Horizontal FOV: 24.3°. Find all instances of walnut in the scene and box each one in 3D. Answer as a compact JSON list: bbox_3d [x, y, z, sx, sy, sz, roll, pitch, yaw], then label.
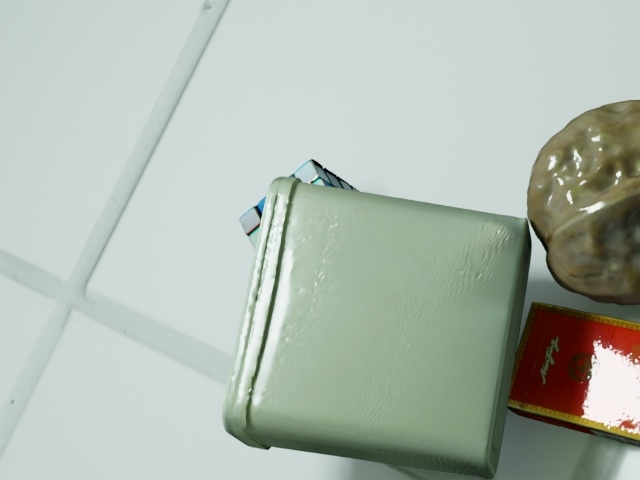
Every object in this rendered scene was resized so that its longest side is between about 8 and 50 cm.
[{"bbox_3d":[0.403,-0.047,1.918,0.273,0.227,0.273,-9,56,13],"label":"walnut"}]

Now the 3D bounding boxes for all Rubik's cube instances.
[{"bbox_3d":[0.000,0.000,2.204,0.151,0.154,0.155,-38,54,14],"label":"Rubik's cube"}]

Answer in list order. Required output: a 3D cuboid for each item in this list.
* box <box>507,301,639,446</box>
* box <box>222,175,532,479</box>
[{"bbox_3d":[0.371,0.179,1.946,0.240,0.074,0.153,11,81,35],"label":"box"},{"bbox_3d":[0.082,0.117,1.951,0.344,0.177,0.352,8,74,12],"label":"box"}]
